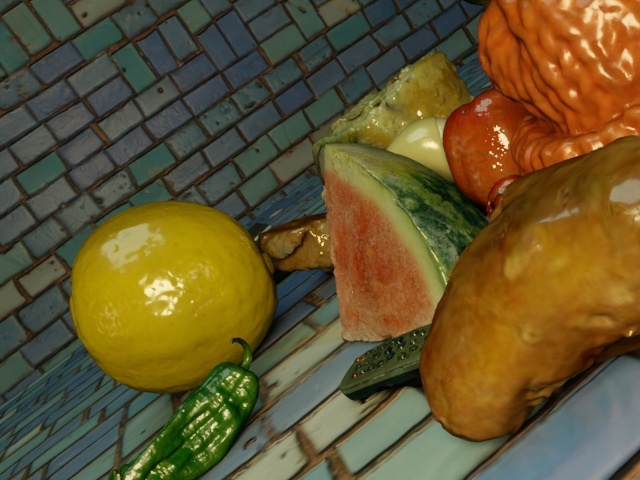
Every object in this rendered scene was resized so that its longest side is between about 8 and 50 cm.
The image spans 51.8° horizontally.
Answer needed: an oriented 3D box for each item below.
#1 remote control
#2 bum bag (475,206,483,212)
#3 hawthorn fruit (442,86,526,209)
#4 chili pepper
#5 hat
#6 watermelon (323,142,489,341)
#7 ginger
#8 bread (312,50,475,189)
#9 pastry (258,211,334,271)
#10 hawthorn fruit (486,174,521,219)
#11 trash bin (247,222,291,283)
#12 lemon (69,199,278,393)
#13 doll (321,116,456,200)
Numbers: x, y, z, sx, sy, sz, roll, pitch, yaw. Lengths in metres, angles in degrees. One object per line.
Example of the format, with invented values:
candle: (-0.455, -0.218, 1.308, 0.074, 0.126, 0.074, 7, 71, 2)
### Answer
remote control: (0.108, 0.117, 0.676, 0.222, 0.042, 0.072, -27, 13, 39)
bum bag: (0.207, -0.039, 1.019, 0.197, 0.049, 0.087, -43, 8, -32)
hawthorn fruit: (0.257, -0.126, 0.917, 0.189, 0.189, 0.189, -34, 11, 8)
chili pepper: (-0.158, 0.236, 0.811, 0.257, 0.100, 0.074, -47, 10, -37)
hat: (0.269, -0.195, 0.602, 0.285, 0.400, 0.285, -29, 12, 7)
watermelon: (0.098, 0.010, 0.832, 0.193, 0.232, 0.310, -38, 56, -24)
ginger: (0.200, 0.026, 0.484, 0.321, 0.165, 0.172, -38, 43, 38)
bread: (0.123, -0.170, 1.321, 0.264, 0.239, 0.395, -41, 12, -27)
pastry: (0.000, 0.000, 1.204, 0.218, 0.100, 0.229, -10, 6, 30)
hawthorn fruit: (0.254, -0.042, 0.815, 0.093, 0.093, 0.093, -34, 11, 8)
trash bin: (-0.187, 0.080, 1.508, 0.240, 0.122, 0.164, -40, 13, -13)
lemon: (-0.242, 0.091, 1.104, 0.348, 0.348, 0.348, -34, 11, 8)
doll: (0.133, -0.128, 1.079, 0.296, 0.117, 0.141, -14, -14, 20)
